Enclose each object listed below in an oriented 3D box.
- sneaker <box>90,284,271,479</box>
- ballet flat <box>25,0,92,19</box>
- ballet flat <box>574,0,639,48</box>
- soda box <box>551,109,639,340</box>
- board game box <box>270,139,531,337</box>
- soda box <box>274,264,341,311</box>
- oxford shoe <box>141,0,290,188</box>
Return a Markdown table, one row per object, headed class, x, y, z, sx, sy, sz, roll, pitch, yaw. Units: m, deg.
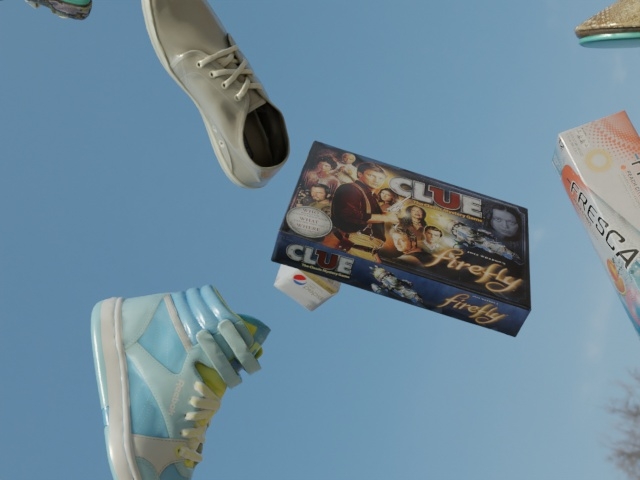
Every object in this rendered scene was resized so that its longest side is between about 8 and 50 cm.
| class | x | y | z | sx | sy | sz | roll | pitch | yaw |
| --- | --- | --- | --- | --- | --- | --- | --- | --- | --- |
| sneaker | -0.144 | 0.194 | 0.934 | 0.127 | 0.208 | 0.319 | 82 | 172 | -71 |
| ballet flat | -0.341 | -0.301 | 0.980 | 0.041 | 0.114 | 0.041 | -161 | 90 | -84 |
| ballet flat | 0.301 | -0.180 | 0.599 | 0.073 | 0.206 | 0.067 | -16 | -69 | -62 |
| soda box | 0.259 | -0.014 | 0.654 | 0.058 | 0.063 | 0.183 | 67 | -176 | -66 |
| board game box | 0.088 | -0.008 | 0.793 | 0.165 | 0.243 | 0.042 | -74 | 1 | -51 |
| soda box | 0.000 | 0.000 | 1.195 | 0.074 | 0.069 | 0.216 | 37 | -140 | -18 |
| oxford shoe | -0.181 | -0.306 | 1.485 | 0.169 | 0.130 | 0.449 | -39 | -69 | -37 |
